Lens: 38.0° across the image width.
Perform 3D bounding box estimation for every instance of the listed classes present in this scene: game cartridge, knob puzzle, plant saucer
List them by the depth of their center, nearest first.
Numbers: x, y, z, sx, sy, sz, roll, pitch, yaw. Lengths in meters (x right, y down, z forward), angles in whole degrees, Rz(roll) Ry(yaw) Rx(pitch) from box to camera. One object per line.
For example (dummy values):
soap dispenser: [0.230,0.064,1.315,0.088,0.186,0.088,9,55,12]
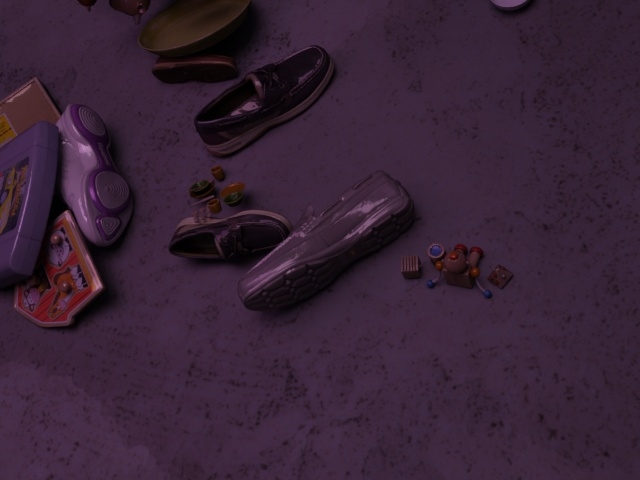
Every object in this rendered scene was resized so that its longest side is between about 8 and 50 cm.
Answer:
knob puzzle: [-0.482,0.067,1.639,0.213,0.030,0.213,-4,83,29]
game cartridge: [-0.551,-0.066,1.694,0.196,0.060,0.294,-16,62,43]
plant saucer: [-0.239,-0.423,1.814,0.241,0.037,0.241,-16,37,12]

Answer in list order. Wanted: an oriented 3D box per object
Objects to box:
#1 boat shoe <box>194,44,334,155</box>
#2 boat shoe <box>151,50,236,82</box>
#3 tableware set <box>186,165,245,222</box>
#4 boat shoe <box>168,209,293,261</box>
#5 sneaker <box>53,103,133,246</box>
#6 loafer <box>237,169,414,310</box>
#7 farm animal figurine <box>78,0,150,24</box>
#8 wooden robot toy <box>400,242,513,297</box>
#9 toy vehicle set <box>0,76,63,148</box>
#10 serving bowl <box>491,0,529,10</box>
boat shoe: [-0.103,-0.265,1.684,0.285,0.092,0.103,-35,57,-1]
boat shoe: [-0.242,-0.345,1.795,0.178,0.064,0.060,2,66,24]
tableware set: [-0.182,-0.088,1.618,0.104,0.024,0.154,-22,29,1]
boat shoe: [-0.153,0.001,1.557,0.224,0.080,0.073,-2,39,25]
sneaker: [-0.442,-0.103,1.730,0.152,0.114,0.305,-37,56,26]
loafer: [0.000,0.000,1.497,0.319,0.112,0.111,-31,58,-9]
farm animal figurine: [-0.350,-0.536,1.865,0.327,0.172,0.330,-7,32,3]
wooden robot toy: [0.204,0.030,1.422,0.173,0.079,0.076,9,66,23]
toy vehicle set: [-0.644,-0.199,1.877,0.267,0.035,0.166,-36,57,-2]
serving bowl: [0.342,-0.441,1.659,0.083,0.027,0.083,-8,61,15]
